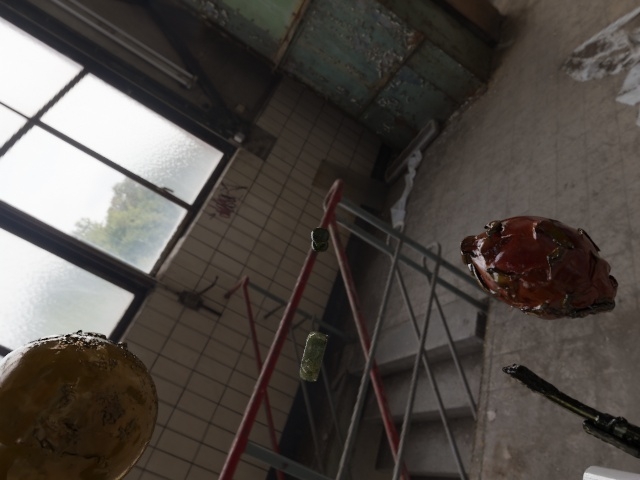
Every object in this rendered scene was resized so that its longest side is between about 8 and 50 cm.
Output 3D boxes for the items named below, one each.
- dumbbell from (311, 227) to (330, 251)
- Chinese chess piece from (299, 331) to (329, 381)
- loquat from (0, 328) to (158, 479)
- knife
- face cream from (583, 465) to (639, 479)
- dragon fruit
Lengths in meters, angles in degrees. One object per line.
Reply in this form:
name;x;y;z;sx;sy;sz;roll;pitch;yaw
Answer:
dumbbell;0.000;0.000;1.252;0.118;0.052;0.046;90;-175;-74
Chinese chess piece;-0.011;0.199;0.752;0.084;0.034;0.084;14;-90;-85
loquat;-0.339;0.236;0.585;0.235;0.235;0.235;-54;14;21
knife;0.247;0.156;0.331;0.021;0.222;0.045;-51;-26;-24
face cream;0.814;0.639;1.107;0.311;0.092;0.092;118;177;-67
dragon fruit;0.487;0.057;0.993;0.315;0.250;0.250;-1;57;51
